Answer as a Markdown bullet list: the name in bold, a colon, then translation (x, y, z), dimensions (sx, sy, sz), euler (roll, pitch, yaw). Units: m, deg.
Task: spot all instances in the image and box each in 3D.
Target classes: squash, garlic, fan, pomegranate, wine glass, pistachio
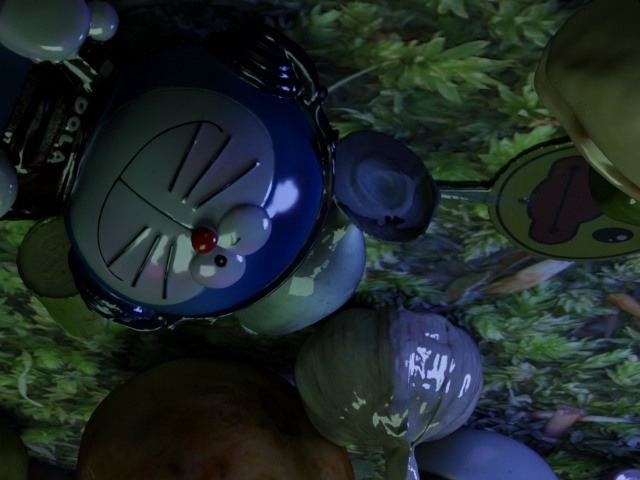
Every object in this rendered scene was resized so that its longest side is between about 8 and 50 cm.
- **squash**: translation (-0.259, 0.054, 1.795), dimensions (0.094, 0.094, 0.224), euler (3, 158, 0)
- **garlic**: translation (0.079, 0.188, 1.851), dimensions (0.219, 0.212, 0.218), euler (-2, 153, -1)
- **fan**: translation (0.225, -0.039, 1.635), dimensions (0.335, 0.011, 0.229), euler (3, 150, 0)
- **pomegranate**: translation (-0.134, 0.300, 1.951), dimensions (0.338, 0.338, 0.338), euler (3, 150, 1)
- **wine glass**: translation (0.000, 0.000, 1.616), dimensions (0.126, 0.126, 0.241), euler (18, 144, -24)
- **pistachio**: translation (0.327, -0.110, 1.333), dimensions (0.318, 0.214, 0.193), euler (14, -178, -5)

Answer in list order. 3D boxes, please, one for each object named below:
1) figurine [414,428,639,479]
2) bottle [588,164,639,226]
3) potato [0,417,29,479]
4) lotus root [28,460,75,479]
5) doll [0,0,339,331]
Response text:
- **figurine**: translation (0.243, 0.348, 2.111), dimensions (0.361, 0.211, 0.253), euler (6, 144, -7)
- **bottle**: translation (0.373, -0.046, 1.506), dimensions (0.260, 0.112, 0.112), euler (13, 149, -16)
- **potato**: translation (-0.498, 0.264, 2.116), dimensions (0.192, 0.141, 0.296), euler (-20, 141, 31)
- **lotus root**: translation (-0.427, 0.436, 2.328), dimensions (0.316, 0.250, 0.316), euler (12, 152, 7)
- **doll**: translation (-0.141, -0.067, 1.416), dimensions (0.310, 0.240, 0.284), euler (25, 107, -8)
